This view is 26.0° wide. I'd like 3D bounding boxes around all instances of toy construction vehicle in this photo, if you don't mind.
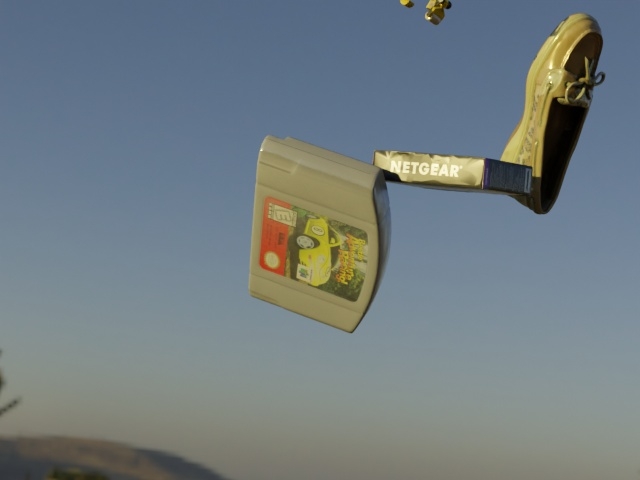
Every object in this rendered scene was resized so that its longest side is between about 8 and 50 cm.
[{"bbox_3d":[0.157,-0.341,1.839,0.035,0.098,0.086,42,15,36],"label":"toy construction vehicle"}]

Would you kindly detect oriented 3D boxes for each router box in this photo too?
[{"bbox_3d":[0.178,-0.091,1.887,0.179,0.046,0.133,6,1,37],"label":"router box"}]

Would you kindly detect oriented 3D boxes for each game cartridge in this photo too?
[{"bbox_3d":[0.000,0.000,1.946,0.196,0.060,0.294,17,-47,11],"label":"game cartridge"}]

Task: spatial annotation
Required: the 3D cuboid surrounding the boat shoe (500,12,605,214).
[{"bbox_3d":[0.339,-0.176,1.949,0.104,0.285,0.089,-2,30,-35],"label":"boat shoe"}]
